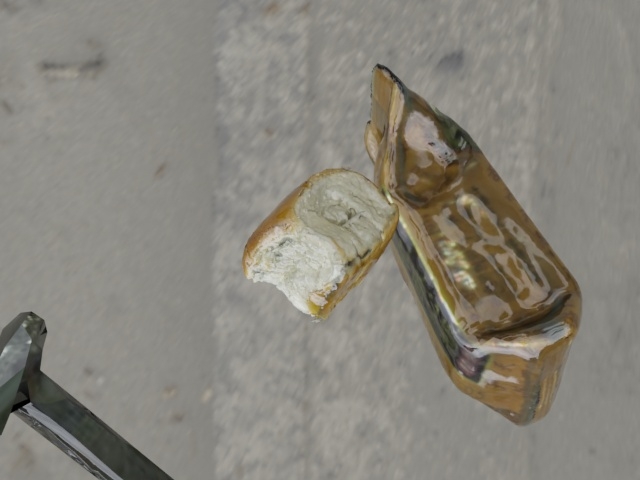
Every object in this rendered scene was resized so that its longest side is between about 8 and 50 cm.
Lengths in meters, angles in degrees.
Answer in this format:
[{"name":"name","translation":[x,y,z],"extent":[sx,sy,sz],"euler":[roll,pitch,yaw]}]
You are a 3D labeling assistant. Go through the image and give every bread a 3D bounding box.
[{"name":"bread","translation":[-0.001,-0.002,1.289],"extent":[0.076,0.083,0.070],"euler":[37,135,10]}]

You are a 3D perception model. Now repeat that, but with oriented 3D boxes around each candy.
[{"name":"candy","translation":[0.099,-0.005,1.441],"extent":[0.101,0.143,0.271],"euler":[-22,65,-16]}]

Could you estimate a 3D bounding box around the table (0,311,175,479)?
[{"name":"table","translation":[-0.114,0.245,0.804],"extent":[0.335,0.272,0.222],"euler":[43,147,-25]}]
